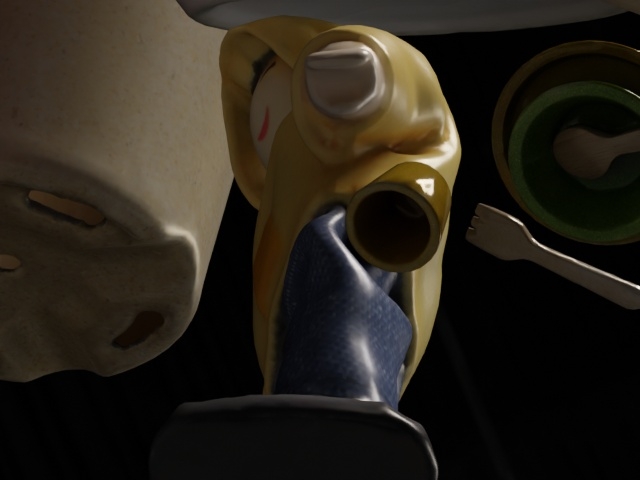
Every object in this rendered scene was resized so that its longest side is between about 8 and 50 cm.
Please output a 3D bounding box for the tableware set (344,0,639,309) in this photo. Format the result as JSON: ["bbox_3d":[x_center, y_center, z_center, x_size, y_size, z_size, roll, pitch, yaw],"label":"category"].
[{"bbox_3d":[0.043,-0.057,0.411,0.024,0.104,0.154,-51,-19,-57],"label":"tableware set"}]

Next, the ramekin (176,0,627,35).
[{"bbox_3d":[0.042,-0.167,0.905,0.273,0.127,0.273,-1,0,0],"label":"ramekin"}]

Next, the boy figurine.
[{"bbox_3d":[0.000,0.000,0.664,0.092,0.177,0.285,4,37,-1],"label":"boy figurine"}]

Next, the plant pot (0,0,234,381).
[{"bbox_3d":[-0.168,-0.097,1.185,0.334,0.305,0.334,3,-37,3],"label":"plant pot"}]
